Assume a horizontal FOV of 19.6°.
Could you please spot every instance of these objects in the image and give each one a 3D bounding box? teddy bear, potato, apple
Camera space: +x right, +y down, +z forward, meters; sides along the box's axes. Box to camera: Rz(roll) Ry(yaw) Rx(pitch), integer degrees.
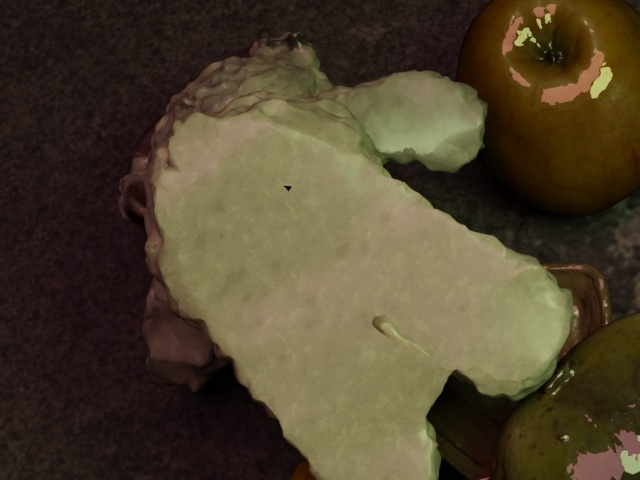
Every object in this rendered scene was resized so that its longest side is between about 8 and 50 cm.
[{"bbox_3d":[0.000,0.000,1.420,0.375,0.362,0.327,43,94,4],"label":"teddy bear"},{"bbox_3d":[0.233,0.147,1.289,0.228,0.148,0.197,-10,75,-9],"label":"potato"},{"bbox_3d":[0.190,-0.117,1.445,0.182,0.155,0.182,-5,61,9],"label":"apple"}]

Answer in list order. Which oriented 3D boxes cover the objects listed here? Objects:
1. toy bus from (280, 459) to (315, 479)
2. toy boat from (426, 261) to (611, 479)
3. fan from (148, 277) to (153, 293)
[{"bbox_3d":[-0.021,0.290,1.283,0.121,0.123,0.335,12,56,17],"label":"toy bus"},{"bbox_3d":[0.151,0.098,1.398,0.188,0.061,0.116,-46,60,-10],"label":"toy boat"},{"bbox_3d":[-0.114,0.030,1.536,0.060,0.003,0.080,-9,62,9],"label":"fan"}]
